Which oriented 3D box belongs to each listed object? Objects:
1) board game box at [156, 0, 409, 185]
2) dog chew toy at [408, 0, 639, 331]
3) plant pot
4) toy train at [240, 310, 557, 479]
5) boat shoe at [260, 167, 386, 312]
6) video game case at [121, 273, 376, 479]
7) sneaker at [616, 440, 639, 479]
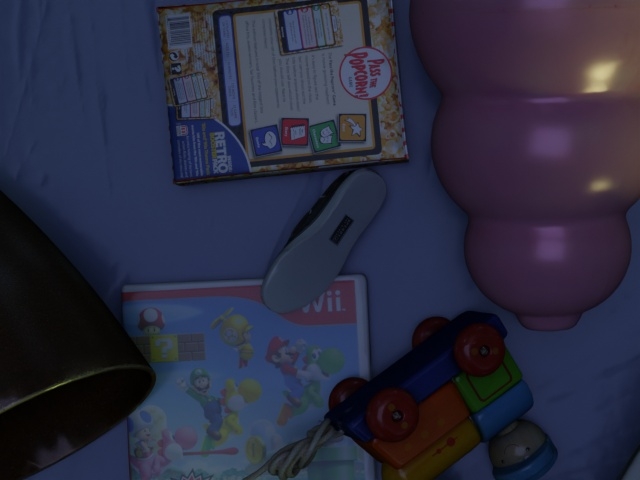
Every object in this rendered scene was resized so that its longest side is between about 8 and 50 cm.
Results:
[{"bbox_3d":[-0.030,-0.127,1.433,0.193,0.045,0.147,-5,89,3],"label":"board game box"},{"bbox_3d":[0.174,-0.096,1.351,0.206,0.206,0.332,-2,97,3],"label":"dog chew toy"},{"bbox_3d":[-0.277,0.058,1.380,0.215,0.215,0.230,-30,75,2],"label":"plant pot"},{"bbox_3d":[0.064,0.176,1.378,0.248,0.105,0.143,-35,102,-16],"label":"toy train"},{"bbox_3d":[0.000,0.000,1.422,0.049,0.040,0.142,44,80,-22],"label":"boat shoe"},{"bbox_3d":[-0.056,0.174,1.442,0.204,0.025,0.285,-3,89,3],"label":"video game case"},{"bbox_3d":[0.361,0.143,1.378,0.147,0.104,0.296,43,88,7],"label":"sneaker"}]
